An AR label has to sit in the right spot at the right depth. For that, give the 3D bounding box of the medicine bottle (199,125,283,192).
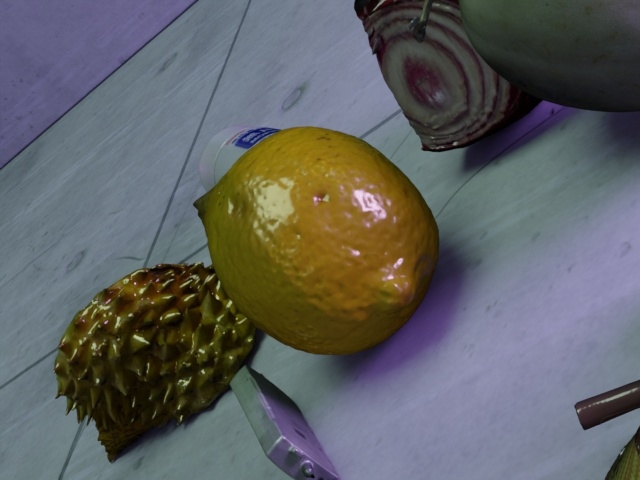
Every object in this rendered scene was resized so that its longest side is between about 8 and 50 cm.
[{"bbox_3d":[-0.071,-0.090,1.687,0.130,0.130,0.341,-51,22,-8],"label":"medicine bottle"}]

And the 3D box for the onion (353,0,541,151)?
[{"bbox_3d":[0.186,-0.238,1.384,0.207,0.216,0.206,-12,24,39],"label":"onion"}]

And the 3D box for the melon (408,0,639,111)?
[{"bbox_3d":[0.271,-0.244,1.138,0.271,0.308,0.272,-56,-10,-16],"label":"melon"}]

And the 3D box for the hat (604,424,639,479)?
[{"bbox_3d":[0.238,0.147,0.813,0.193,0.082,0.193,-40,23,21],"label":"hat"}]

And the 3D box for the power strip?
[{"bbox_3d":[-0.039,0.191,1.237,0.029,0.080,0.227,-50,22,3],"label":"power strip"}]

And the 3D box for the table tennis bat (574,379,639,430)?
[{"bbox_3d":[0.239,0.048,0.861,0.170,0.119,0.107,-25,1,13],"label":"table tennis bat"}]

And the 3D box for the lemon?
[{"bbox_3d":[0.006,0.006,1.267,0.228,0.228,0.253,-47,62,1],"label":"lemon"}]

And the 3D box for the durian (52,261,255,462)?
[{"bbox_3d":[-0.221,0.133,1.523,0.305,0.196,0.185,-43,29,6],"label":"durian"}]
